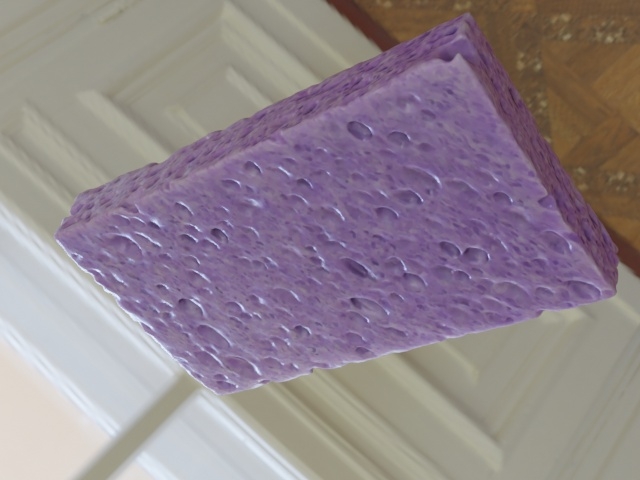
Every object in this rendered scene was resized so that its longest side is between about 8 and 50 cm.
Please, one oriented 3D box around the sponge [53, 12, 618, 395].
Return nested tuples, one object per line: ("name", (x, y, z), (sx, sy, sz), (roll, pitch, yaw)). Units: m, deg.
("sponge", (0.000, 0.000, 0.432), (0.210, 0.031, 0.117), (-20, 123, 36))
